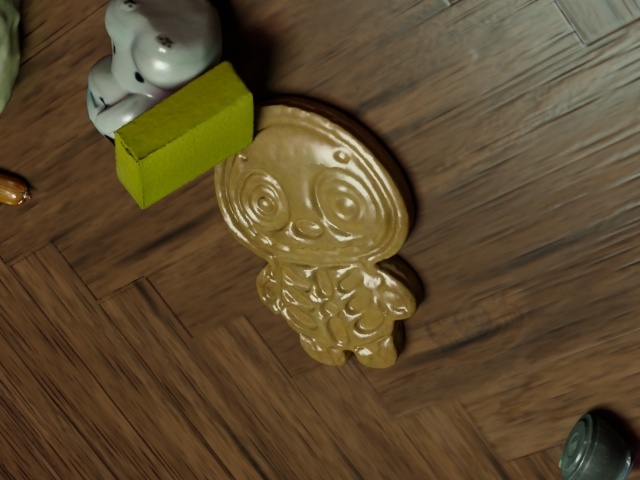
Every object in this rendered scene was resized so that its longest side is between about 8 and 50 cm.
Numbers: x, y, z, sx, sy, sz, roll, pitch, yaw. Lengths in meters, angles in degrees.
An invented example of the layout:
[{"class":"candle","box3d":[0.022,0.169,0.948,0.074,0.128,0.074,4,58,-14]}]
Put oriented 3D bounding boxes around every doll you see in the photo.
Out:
[{"class":"doll","box3d":[-0.153,-0.149,1.415,0.110,0.107,0.181,50,135,19]}]

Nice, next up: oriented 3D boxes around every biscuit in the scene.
[{"class":"biscuit","box3d":[-0.001,0.000,1.475,0.202,0.044,0.289,5,121,28]}]

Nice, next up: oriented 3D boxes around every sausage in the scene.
[{"class":"sausage","box3d":[-0.347,-0.060,1.649,0.107,0.031,0.031,18,129,18]}]

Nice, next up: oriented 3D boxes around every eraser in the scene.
[{"class":"eraser","box3d":[-0.119,-0.091,1.374,0.045,0.122,0.097,52,164,16]}]

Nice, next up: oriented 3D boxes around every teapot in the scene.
[{"class":"teapot","box3d":[0.254,0.201,1.453,0.057,0.066,0.088,22,155,-5]}]

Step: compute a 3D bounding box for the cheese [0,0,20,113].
[{"class":"cheese","box3d":[-0.423,-0.246,1.506,0.318,0.115,0.326,31,133,10]}]
